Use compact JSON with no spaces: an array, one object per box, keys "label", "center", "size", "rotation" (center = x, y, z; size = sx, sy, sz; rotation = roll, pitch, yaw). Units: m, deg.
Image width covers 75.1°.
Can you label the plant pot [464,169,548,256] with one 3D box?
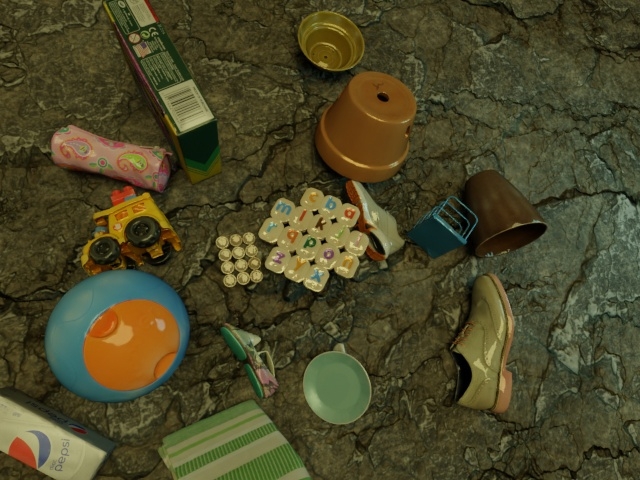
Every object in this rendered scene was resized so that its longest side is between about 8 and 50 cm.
[{"label":"plant pot","center":[0.545,-0.098,1.297],"size":[0.215,0.215,0.230],"rotation":[-7,63,-15]}]

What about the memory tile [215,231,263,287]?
[{"label":"memory tile","center":[-0.225,0.053,1.161],"size":[0.113,0.012,0.148],"rotation":[-10,78,-16]}]

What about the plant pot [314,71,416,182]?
[{"label":"plant pot","center":[0.146,-0.342,1.213],"size":[0.291,0.203,0.291],"rotation":[7,60,-12]}]

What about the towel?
[{"label":"towel","center":[-0.189,0.476,0.891],"size":[0.248,0.325,0.038],"rotation":[-14,108,-30]}]

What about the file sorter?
[{"label":"file sorter","center":[0.363,-0.039,1.243],"size":[0.118,0.170,0.104],"rotation":[42,67,-1]}]

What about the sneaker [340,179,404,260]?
[{"label":"sneaker","center":[0.158,-0.070,1.252],"size":[0.121,0.099,0.262],"rotation":[-20,81,-35]}]

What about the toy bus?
[{"label":"toy bus","center":[-0.499,-0.029,1.057],"size":[0.220,0.149,0.211],"rotation":[-27,71,-16]}]

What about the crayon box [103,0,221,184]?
[{"label":"crayon box","center":[-0.385,-0.365,1.069],"size":[0.106,0.313,0.363],"rotation":[-28,84,-15]}]

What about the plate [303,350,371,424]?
[{"label":"plate","center":[0.044,0.384,1.097],"size":[0.188,0.024,0.188],"rotation":[-1,87,19]}]

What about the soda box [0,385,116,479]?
[{"label":"soda box","center":[-0.615,0.437,0.927],"size":[0.286,0.098,0.091],"rotation":[32,71,-5]}]

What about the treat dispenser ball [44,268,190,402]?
[{"label":"treat dispenser ball","center":[-0.441,0.208,0.926],"size":[0.288,0.288,0.288],"rotation":[3,75,-13]}]

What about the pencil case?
[{"label":"pencil case","center":[-0.536,-0.213,1.094],"size":[0.284,0.124,0.124],"rotation":[13,74,-8]}]

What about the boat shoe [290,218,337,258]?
[{"label":"boat shoe","center":[0.000,0.000,1.197],"size":[0.228,0.068,0.081],"rotation":[-41,88,-19]}]

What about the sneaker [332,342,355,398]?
[{"label":"sneaker","center":[0.079,0.357,1.143],"size":[0.065,0.061,0.158],"rotation":[-7,79,-40]}]

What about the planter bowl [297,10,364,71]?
[{"label":"planter bowl","center":[0.026,-0.617,1.348],"size":[0.217,0.090,0.217],"rotation":[3,75,-12]}]

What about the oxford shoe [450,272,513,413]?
[{"label":"oxford shoe","center":[0.457,0.283,1.202],"size":[0.147,0.140,0.397],"rotation":[6,73,-4]}]

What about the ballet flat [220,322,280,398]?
[{"label":"ballet flat","center":[-0.176,0.300,1.085],"size":[0.079,0.077,0.221],"rotation":[-30,89,-37]}]

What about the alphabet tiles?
[{"label":"alphabet tiles","center":[-0.018,-0.007,1.148],"size":[0.284,0.021,0.278],"rotation":[24,67,6]}]
